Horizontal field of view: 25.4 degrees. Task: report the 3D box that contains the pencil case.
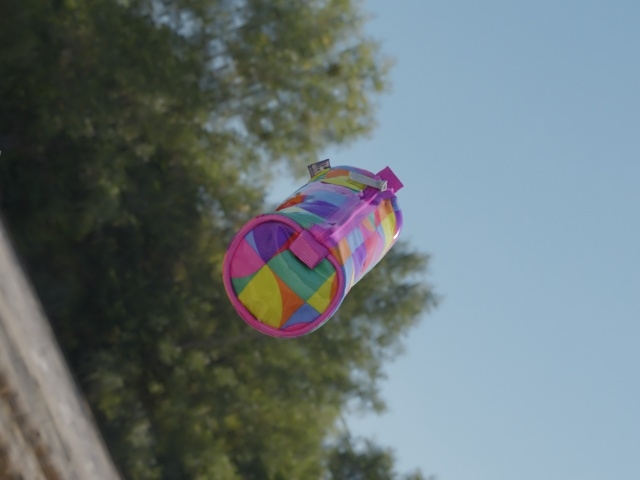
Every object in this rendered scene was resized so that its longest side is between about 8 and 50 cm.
[{"bbox_3d":[0.000,0.000,1.135,0.236,0.104,0.104,-47,117,-69],"label":"pencil case"}]
